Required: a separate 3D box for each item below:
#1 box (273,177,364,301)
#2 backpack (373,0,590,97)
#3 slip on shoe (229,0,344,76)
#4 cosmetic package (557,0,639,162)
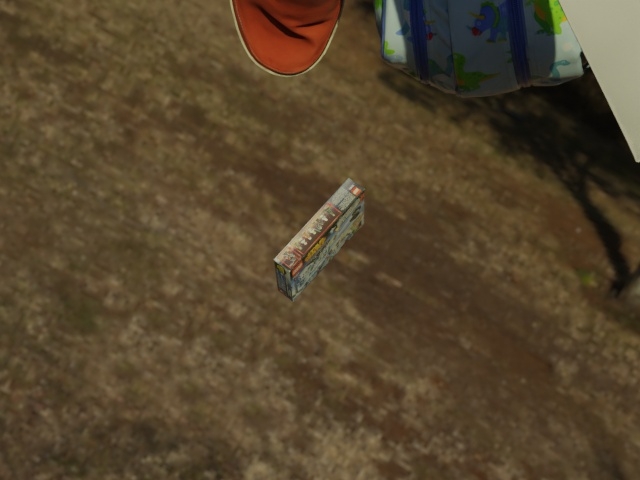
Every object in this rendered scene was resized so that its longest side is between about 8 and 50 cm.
[{"bbox_3d":[0.000,0.000,1.447,0.027,0.137,0.094,37,-19,16],"label":"box"},{"bbox_3d":[0.148,-0.304,1.068,0.290,0.273,0.355,-64,132,-75],"label":"backpack"},{"bbox_3d":[-0.025,-0.267,1.176,0.123,0.331,0.101,6,56,-7],"label":"slip on shoe"},{"bbox_3d":[0.169,-0.166,0.703,0.099,0.060,0.239,-15,78,-51],"label":"cosmetic package"}]
